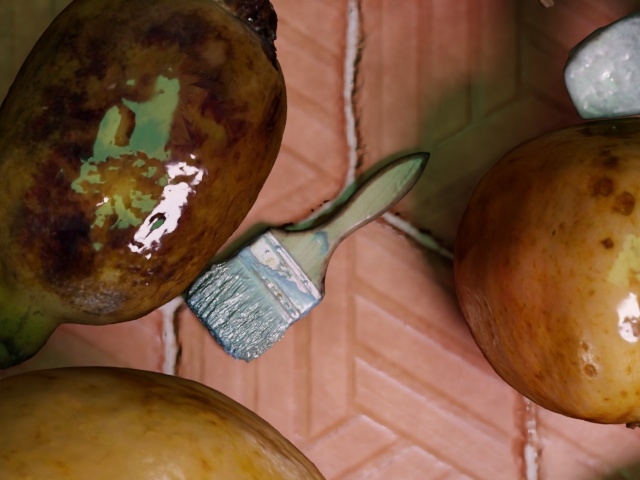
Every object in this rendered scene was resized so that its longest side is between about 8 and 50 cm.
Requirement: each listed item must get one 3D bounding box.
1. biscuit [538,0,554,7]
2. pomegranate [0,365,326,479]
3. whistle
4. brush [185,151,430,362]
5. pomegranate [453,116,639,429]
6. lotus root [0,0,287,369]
[{"bbox_3d":[0.111,-0.318,1.152,0.268,0.115,0.366,-5,66,11],"label":"biscuit"},{"bbox_3d":[-0.163,0.231,0.980,0.410,0.410,0.410,1,85,-11],"label":"pomegranate"},{"bbox_3d":[0.260,-0.139,1.133,0.223,0.123,0.123,-24,90,11],"label":"whistle"},{"bbox_3d":[0.000,0.000,1.200,0.196,0.021,0.070,-39,92,-14],"label":"brush"},{"bbox_3d":[0.190,0.028,1.143,0.215,0.215,0.215,1,85,-11],"label":"pomegranate"},{"bbox_3d":[-0.122,-0.053,1.116,0.169,0.141,0.314,30,81,-3],"label":"lotus root"}]
